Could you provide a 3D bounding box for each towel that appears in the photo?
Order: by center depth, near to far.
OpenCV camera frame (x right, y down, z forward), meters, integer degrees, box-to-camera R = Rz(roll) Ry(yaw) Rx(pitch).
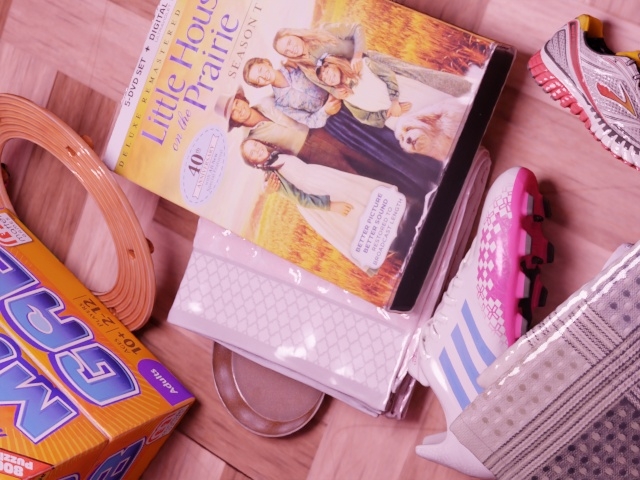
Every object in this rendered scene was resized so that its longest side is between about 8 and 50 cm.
[{"bbox_3d":[0.332,0.177,1.576,0.312,0.056,0.324,44,108,-3],"label":"towel"},{"bbox_3d":[0.000,0.000,1.849,0.332,0.053,0.316,21,95,30],"label":"towel"}]

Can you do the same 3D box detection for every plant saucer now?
[{"bbox_3d":[-0.054,0.144,1.923,0.168,0.029,0.168,1,91,35],"label":"plant saucer"}]

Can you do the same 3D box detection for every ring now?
[{"bbox_3d":[-0.311,-0.034,2.002,0.337,0.032,0.336,32,141,30],"label":"ring"}]

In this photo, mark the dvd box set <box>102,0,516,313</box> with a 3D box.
[{"bbox_3d":[-0.025,-0.142,1.808,0.420,0.062,0.307,27,100,29],"label":"dvd box set"}]

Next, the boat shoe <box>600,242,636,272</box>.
[{"bbox_3d":[0.289,0.156,1.651,0.102,0.108,0.301,30,100,32],"label":"boat shoe"}]

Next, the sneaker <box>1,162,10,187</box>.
[{"bbox_3d":[-0.549,-0.111,2.198,0.299,0.121,0.112,38,113,27],"label":"sneaker"}]

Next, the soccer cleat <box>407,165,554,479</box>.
[{"bbox_3d":[0.159,0.086,1.717,0.143,0.116,0.331,5,96,22],"label":"soccer cleat"}]

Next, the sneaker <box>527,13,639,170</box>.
[{"bbox_3d":[0.306,-0.139,1.637,0.225,0.088,0.092,47,114,24],"label":"sneaker"}]

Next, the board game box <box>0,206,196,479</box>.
[{"bbox_3d":[-0.447,0.232,1.952,0.356,0.356,0.356,43,118,15],"label":"board game box"}]
